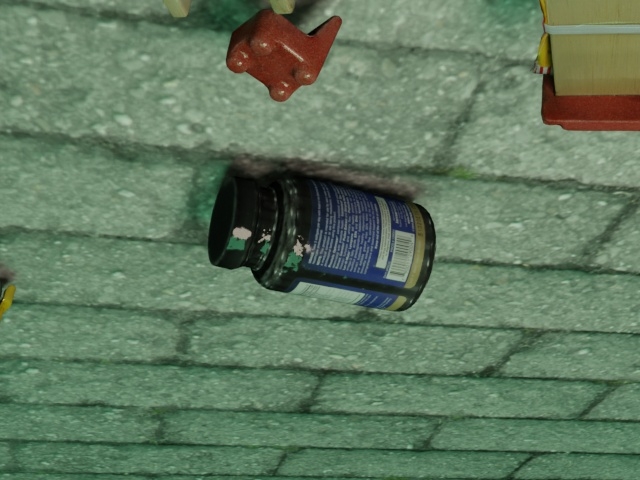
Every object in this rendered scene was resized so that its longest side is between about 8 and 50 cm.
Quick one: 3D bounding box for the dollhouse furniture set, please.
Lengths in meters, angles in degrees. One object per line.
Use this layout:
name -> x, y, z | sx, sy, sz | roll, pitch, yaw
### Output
dollhouse furniture set -> 0.085, -0.201, 0.607 | 0.374, 0.152, 0.201 | 4, 150, 20

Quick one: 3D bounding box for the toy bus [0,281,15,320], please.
toy bus -> -0.475, 0.109, 0.927 | 0.149, 0.211, 0.220 | -24, 140, 30

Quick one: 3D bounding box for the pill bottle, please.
pill bottle -> 0.000, 0.000, 0.884 | 0.219, 0.123, 0.123 | 12, 143, -21
